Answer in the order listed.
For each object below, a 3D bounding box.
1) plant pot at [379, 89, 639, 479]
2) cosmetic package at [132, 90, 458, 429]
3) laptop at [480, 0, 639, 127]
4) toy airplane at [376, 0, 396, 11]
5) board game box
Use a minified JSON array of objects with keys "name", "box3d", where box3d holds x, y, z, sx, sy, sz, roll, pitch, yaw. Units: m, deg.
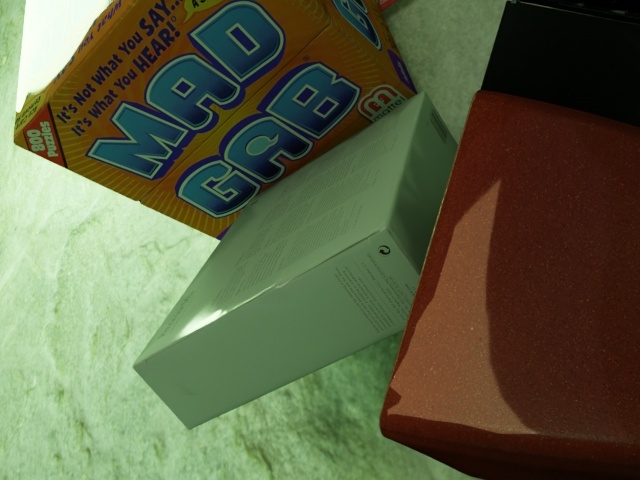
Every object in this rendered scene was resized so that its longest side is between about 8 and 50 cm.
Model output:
[{"name":"plant pot","box3d":[0.229,0.071,0.540,0.236,0.267,0.267,10,72,30]},{"name":"cosmetic package","box3d":[0.000,0.000,0.752,0.284,0.097,0.377,-27,18,25]},{"name":"laptop","box3d":[0.329,-0.213,0.780,0.264,0.136,0.234,-37,42,-18]},{"name":"toy airplane","box3d":[0.076,-0.330,1.053,0.151,0.028,0.151,-22,53,33]},{"name":"board game box","box3d":[-0.149,-0.277,0.959,0.356,0.356,0.356,-37,46,26]}]
